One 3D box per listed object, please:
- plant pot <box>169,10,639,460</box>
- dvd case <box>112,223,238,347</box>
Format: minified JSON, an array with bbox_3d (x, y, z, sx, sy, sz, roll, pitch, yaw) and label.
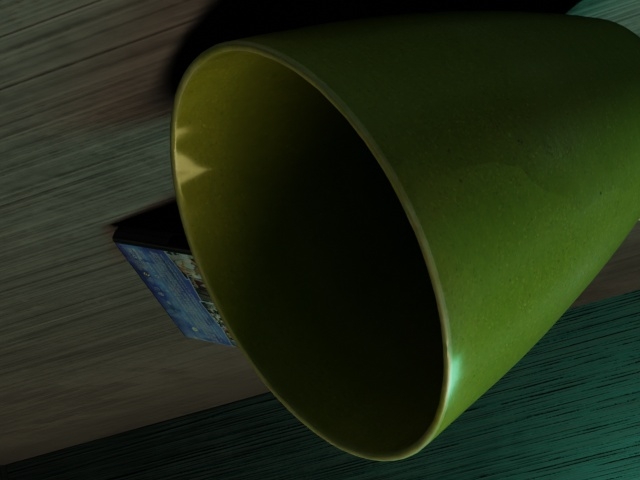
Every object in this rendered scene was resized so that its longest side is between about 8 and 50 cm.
[{"bbox_3d":[0.095,-0.044,0.756,0.293,0.275,0.275,-26,175,-30],"label":"plant pot"},{"bbox_3d":[-0.060,0.059,1.079,0.253,0.022,0.180,9,147,28],"label":"dvd case"}]
